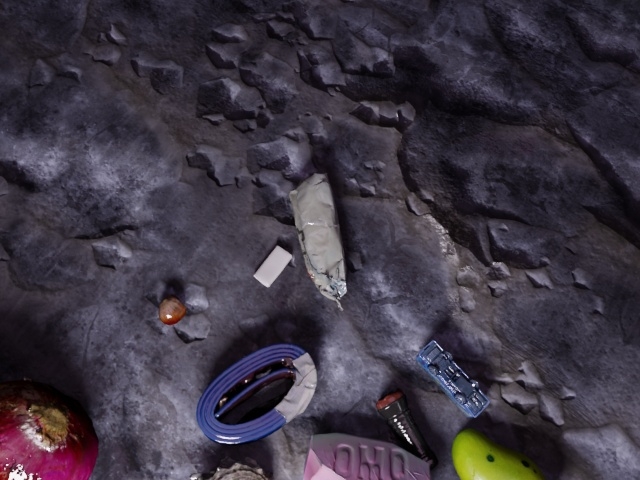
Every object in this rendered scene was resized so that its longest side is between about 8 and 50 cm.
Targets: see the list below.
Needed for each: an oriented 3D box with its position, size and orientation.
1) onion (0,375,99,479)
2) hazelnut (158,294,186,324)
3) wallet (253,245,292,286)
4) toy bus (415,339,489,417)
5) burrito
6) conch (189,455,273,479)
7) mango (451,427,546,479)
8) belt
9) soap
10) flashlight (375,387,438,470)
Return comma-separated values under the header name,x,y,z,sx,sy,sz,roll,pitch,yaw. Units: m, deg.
name,x,y,z,sx,sy,sz,roll,pitch,yaw
onion,-0.750,0.533,1.607,0.385,0.347,0.348,-43,77,19
hazelnut,-0.424,0.197,1.873,0.086,0.086,0.087,3,69,-7
wallet,-0.143,0.078,1.985,0.061,0.025,0.122,36,69,5
toy bus,0.372,0.401,1.892,0.079,0.094,0.236,-38,80,-26
burrito,0.000,0.000,1.994,0.138,0.101,0.446,-6,70,-14
conch,-0.196,0.689,1.676,0.240,0.186,0.313,-34,73,-30
mango,0.484,0.637,1.794,0.293,0.143,0.175,37,67,17
belt,-0.171,0.424,1.798,0.346,0.117,0.212,-30,74,-17
soap,0.120,0.615,1.727,0.323,0.109,0.193,11,31,-1
flashlight,0.244,0.532,1.834,0.093,0.093,0.232,-27,80,-16
